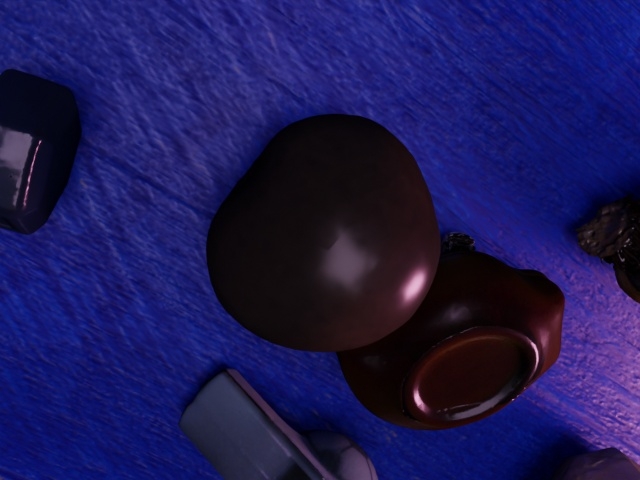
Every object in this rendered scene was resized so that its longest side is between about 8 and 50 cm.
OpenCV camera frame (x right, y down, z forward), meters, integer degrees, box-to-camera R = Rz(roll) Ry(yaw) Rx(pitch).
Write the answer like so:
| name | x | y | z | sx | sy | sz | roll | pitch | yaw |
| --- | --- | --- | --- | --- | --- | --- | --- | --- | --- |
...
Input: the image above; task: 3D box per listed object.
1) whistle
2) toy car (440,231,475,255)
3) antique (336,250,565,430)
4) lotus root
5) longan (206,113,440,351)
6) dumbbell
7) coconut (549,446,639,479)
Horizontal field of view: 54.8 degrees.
| name | x | y | z | sx | sy | sz | roll | pitch | yaw |
| --- | --- | --- | --- | --- | --- | --- | --- | --- | --- |
| whistle | -0.027 | 0.287 | 0.767 | 0.290 | 0.163 | 0.163 | 42 | 96 | 21 |
| toy car | 0.162 | 0.033 | 0.774 | 0.041 | 0.025 | 0.093 | 9 | 113 | -14 |
| antique | 0.156 | 0.123 | 0.734 | 0.278 | 0.129 | 0.223 | -7 | 118 | -7 |
| lotus root | 0.482 | 0.018 | 0.764 | 0.314 | 0.141 | 0.169 | 13 | 100 | -13 |
| longan | 0.000 | 0.000 | 0.638 | 0.246 | 0.215 | 0.246 | -3 | 64 | 5 |
| dumbbell | -0.402 | -0.116 | 0.574 | 0.325 | 0.160 | 0.144 | 16 | 133 | -12 |
| coconut | 0.395 | 0.402 | 0.829 | 0.237 | 0.197 | 0.236 | -1 | 103 | -5 |
